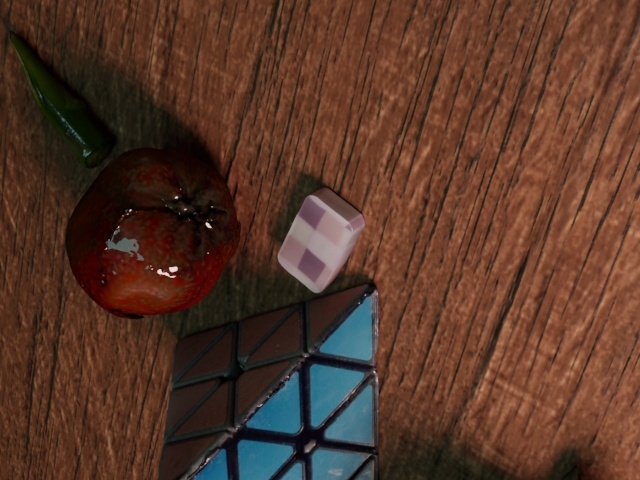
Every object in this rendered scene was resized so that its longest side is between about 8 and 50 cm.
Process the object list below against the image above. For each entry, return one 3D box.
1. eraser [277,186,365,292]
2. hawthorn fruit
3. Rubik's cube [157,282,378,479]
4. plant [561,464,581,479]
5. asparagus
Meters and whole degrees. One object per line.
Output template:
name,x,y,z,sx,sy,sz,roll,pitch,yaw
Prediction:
eraser,0.000,0.000,1.558,0.065,0.026,0.105,40,132,17
hawthorn fruit,-0.192,-0.004,1.621,0.235,0.181,0.181,-15,103,55
Rubik's cube,-0.052,0.184,1.615,0.229,0.233,0.228,-1,72,0
plant,0.211,0.377,1.486,0.312,0.213,0.215,-40,86,7
asparagus,-0.301,-0.159,1.694,0.178,0.041,0.045,49,124,7
